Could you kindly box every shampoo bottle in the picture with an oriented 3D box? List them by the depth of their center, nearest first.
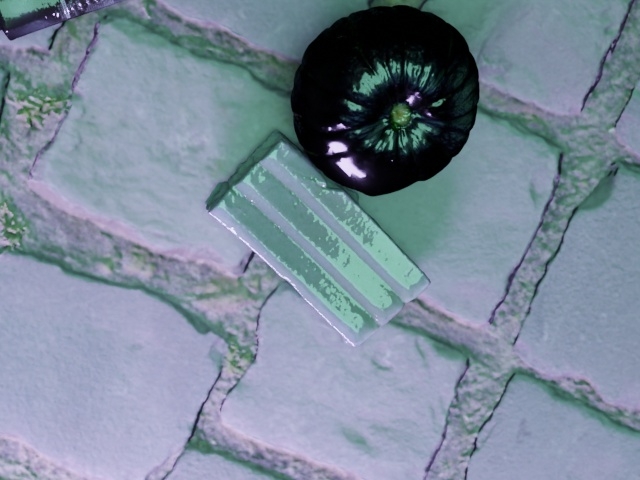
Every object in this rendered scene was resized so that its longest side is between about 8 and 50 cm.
[{"bbox_3d":[-0.285,-0.241,1.737,0.208,0.063,0.057,-21,100,-6],"label":"shampoo bottle"}]

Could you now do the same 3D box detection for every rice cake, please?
[{"bbox_3d":[0.000,0.000,1.832,0.127,0.043,0.237,-44,103,1],"label":"rice cake"}]

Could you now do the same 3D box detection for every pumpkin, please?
[{"bbox_3d":[0.066,-0.146,1.773,0.202,0.140,0.202,-6,115,-13],"label":"pumpkin"}]
